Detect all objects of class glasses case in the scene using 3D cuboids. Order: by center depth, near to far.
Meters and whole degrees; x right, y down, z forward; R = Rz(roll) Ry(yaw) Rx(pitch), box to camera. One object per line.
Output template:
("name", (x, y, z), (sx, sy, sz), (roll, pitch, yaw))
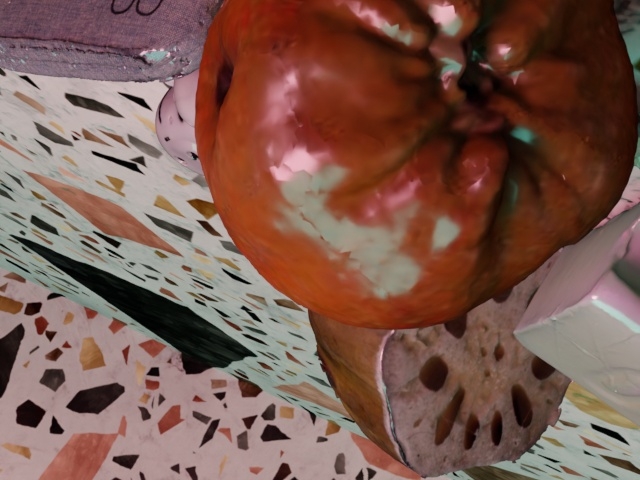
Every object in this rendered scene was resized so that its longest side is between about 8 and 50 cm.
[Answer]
("glasses case", (-0.178, -0.180, 0.760), (0.282, 0.109, 0.067), (13, 154, 36))

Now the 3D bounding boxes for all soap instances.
("soap", (0.348, 0.119, 0.781), (0.347, 0.115, 0.208), (34, 165, 1))

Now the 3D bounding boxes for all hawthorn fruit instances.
("hawthorn fruit", (0.049, -0.076, 0.546), (0.258, 0.258, 0.262), (24, -171, 8))

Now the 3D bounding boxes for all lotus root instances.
("lotus root", (0.109, 0.087, 0.926), (0.192, 0.272, 0.272), (14, 159, 49))

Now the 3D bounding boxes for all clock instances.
("clock", (-0.103, -0.120, 0.869), (0.117, 0.080, 0.176), (36, 159, -28))

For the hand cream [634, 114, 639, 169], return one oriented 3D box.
("hand cream", (0.268, -0.041, 0.655), (0.248, 0.052, 0.075), (24, -171, -14))
